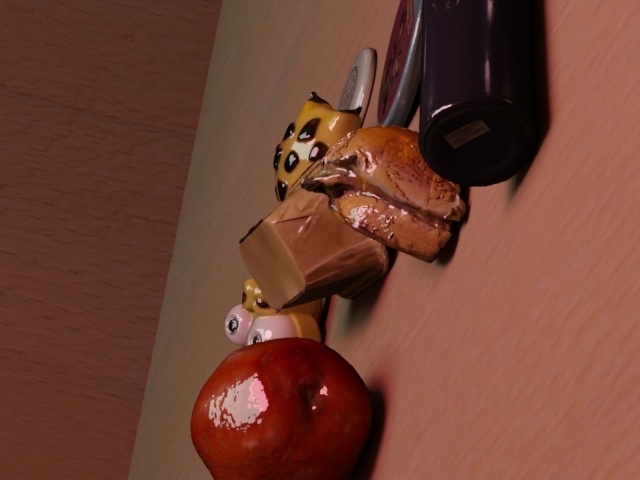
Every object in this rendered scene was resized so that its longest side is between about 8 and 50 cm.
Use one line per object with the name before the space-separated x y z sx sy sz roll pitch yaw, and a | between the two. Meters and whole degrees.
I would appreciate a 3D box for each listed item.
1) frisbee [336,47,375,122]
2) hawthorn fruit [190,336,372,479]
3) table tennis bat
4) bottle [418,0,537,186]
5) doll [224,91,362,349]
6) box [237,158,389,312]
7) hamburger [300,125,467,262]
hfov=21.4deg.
frisbee | 0.031 -0.137 1.661 0.110 0.014 0.110 -165 90 -81
hawthorn fruit | -0.027 0.130 1.251 0.138 0.133 0.133 -41 34 52
table tennis bat | 0.084 -0.199 1.410 0.153 0.040 0.244 -88 11 -55
bottle | 0.103 -0.140 1.099 0.072 0.082 0.244 -19 42 22
doll | -0.022 0.012 1.534 0.117 0.086 0.291 26 104 50
box | 0.000 0.000 1.389 0.177 0.111 0.111 141 143 -73
hamburger | 0.043 -0.048 1.211 0.087 0.102 0.176 -62 11 6
